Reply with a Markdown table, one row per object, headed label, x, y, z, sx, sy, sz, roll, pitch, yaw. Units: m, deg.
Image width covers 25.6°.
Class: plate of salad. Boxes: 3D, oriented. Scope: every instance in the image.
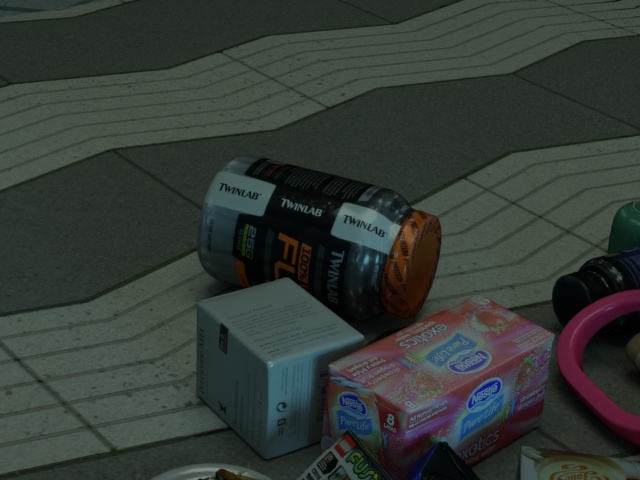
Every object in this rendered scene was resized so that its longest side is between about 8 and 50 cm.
| label | x | y | z | sx | sy | sz | roll | pitch | yaw |
| --- | --- | --- | --- | --- | --- | --- | --- | --- | --- |
| plate of salad | -0.128 | 0.318 | 1.683 | 0.200 | 0.048 | 0.200 | 4 | 27 | -2 |

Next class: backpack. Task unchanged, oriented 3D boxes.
| label | x | y | z | sx | sy | sz | roll | pitch | yaw |
| --- | --- | --- | --- | --- | --- | --- | --- | --- | --- |
| backpack | 0.151 | 0.316 | 1.673 | 0.120 | 0.101 | 0.098 | 41 | 37 | 1 |

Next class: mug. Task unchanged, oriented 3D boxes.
| label | x | y | z | sx | sy | sz | roll | pitch | yaw |
| --- | --- | --- | --- | --- | --- | --- | --- | --- | --- |
| mug | 0.563 | -0.006 | 2.367 | 0.130 | 0.097 | 0.158 | -12 | 31 | -29 |

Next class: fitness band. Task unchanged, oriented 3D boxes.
| label | x | y | z | sx | sy | sz | roll | pitch | yaw |
| --- | --- | --- | --- | --- | --- | --- | --- | --- | --- |
| fitness band | 0.450 | 0.166 | 1.946 | 0.209 | 0.054 | 0.291 | -37 | 35 | -3 |

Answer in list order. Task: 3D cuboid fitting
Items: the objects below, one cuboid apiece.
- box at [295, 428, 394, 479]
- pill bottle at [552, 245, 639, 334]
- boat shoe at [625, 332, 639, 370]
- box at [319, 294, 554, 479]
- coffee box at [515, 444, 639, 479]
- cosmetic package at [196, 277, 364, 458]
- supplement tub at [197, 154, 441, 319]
| label | x | y | z | sx | sy | sz | roll | pitch | yaw |
| --- | --- | --- | --- | --- | --- | --- | --- | --- | --- |
| box | 0.045 | 0.318 | 1.618 | 0.114 | 0.036 | 0.207 | -43 | 37 | 1 |
| pill bottle | 0.469 | 0.077 | 2.163 | 0.219 | 0.122 | 0.123 | -12 | 31 | -30 |
| boat shoe | 0.603 | 0.129 | 2.079 | 0.341 | 0.121 | 0.110 | -14 | 33 | -29 |
| box | 0.155 | 0.202 | 1.837 | 0.300 | 0.154 | 0.142 | -21 | 36 | -41 |
| coffee box | 0.352 | 0.332 | 1.664 | 0.247 | 0.098 | 0.141 | 7 | 27 | 6 |
| cosmetic package | -0.058 | 0.166 | 1.878 | 0.151 | 0.151 | 0.184 | -15 | 31 | -32 |
| supplement tub | 0.000 | 0.000 | 2.155 | 0.338 | 0.207 | 0.207 | 14 | 29 | 21 |
